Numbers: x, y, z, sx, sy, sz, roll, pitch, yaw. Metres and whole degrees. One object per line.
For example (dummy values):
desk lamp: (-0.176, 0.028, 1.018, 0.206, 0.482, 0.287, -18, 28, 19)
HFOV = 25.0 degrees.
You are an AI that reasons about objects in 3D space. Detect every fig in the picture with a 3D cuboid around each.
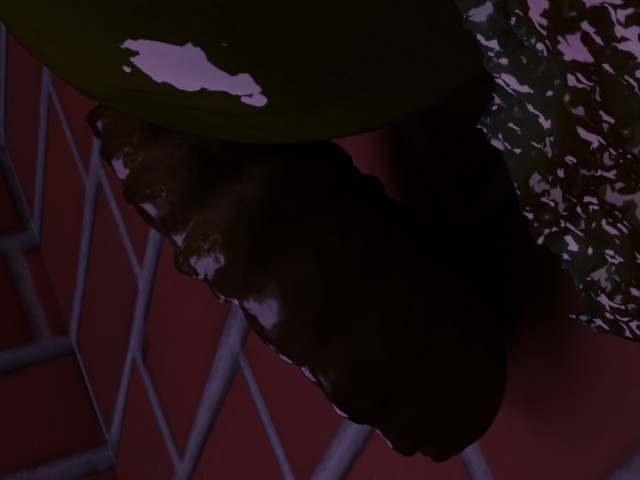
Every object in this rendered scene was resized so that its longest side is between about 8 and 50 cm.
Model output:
fig: (-0.016, -0.203, 0.728, 0.343, 0.343, 0.343, 166, 90, -69)

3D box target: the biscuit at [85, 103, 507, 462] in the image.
biscuit: (0.000, 0.000, 0.928, 0.326, 0.107, 0.326, 44, -171, -9)

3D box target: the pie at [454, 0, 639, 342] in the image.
pie: (0.117, -0.104, 0.482, 0.296, 0.078, 0.371, 5, 130, 55)
